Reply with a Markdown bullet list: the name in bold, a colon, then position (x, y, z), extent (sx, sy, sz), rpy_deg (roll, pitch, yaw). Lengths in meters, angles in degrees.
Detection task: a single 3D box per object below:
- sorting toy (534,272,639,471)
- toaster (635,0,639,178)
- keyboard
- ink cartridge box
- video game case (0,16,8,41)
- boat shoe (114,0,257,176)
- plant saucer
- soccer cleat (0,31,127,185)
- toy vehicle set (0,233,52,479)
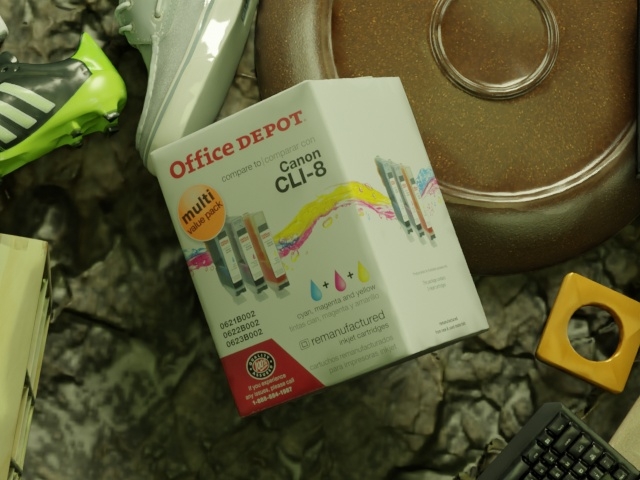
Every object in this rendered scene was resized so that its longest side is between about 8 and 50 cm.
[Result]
- **sorting toy**: position (0.299, 0.128, 1.272), extent (0.348, 0.047, 0.196), rpy_deg (36, 74, -2)
- **toaster**: position (0.297, -0.121, 1.252), extent (0.168, 0.110, 0.185), rpy_deg (7, 81, -33)
- **keyboard**: position (0.129, 0.201, 1.217), extent (0.108, 0.023, 0.180), rpy_deg (41, 97, 0)
- **ink cartridge box**: position (0.000, 0.000, 1.179), extent (0.128, 0.127, 0.176), rpy_deg (-23, 84, 27)
- **video game case**: position (-0.334, -0.164, 1.231), extent (0.201, 0.023, 0.183), rpy_deg (-30, 86, -12)
- **boat shoe**: position (-0.090, -0.150, 1.246), extent (0.081, 0.079, 0.227), rpy_deg (15, 76, 7)
- **plant saucer**: position (0.112, -0.133, 1.283), extent (0.311, 0.050, 0.310), rpy_deg (1, 80, -8)
- **soccer cleat**: position (-0.211, -0.076, 1.222), extent (0.179, 0.060, 0.072), rpy_deg (-24, 76, -18)
- **toy vehicle set**: position (-0.185, 0.097, 1.088), extent (0.035, 0.267, 0.166), rpy_deg (10, 80, -6)
